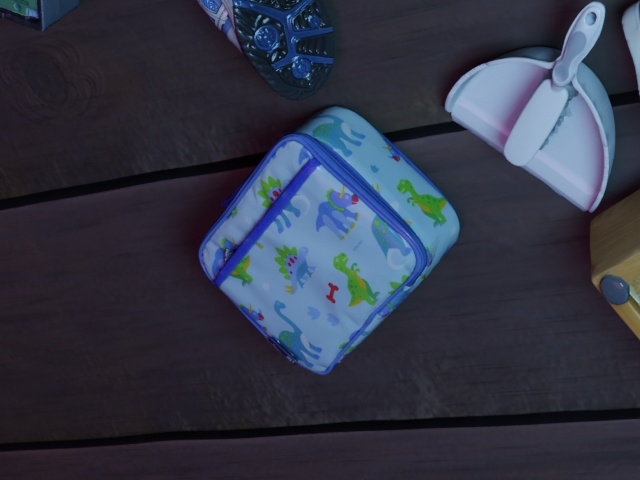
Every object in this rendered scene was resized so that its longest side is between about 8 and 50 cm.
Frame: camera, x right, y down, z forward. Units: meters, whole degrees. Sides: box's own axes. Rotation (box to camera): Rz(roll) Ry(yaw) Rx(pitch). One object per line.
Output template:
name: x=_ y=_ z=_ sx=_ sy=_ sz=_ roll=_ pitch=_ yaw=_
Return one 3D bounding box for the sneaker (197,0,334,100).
sneaker: x=-0.061 y=-0.208 z=1.553 sx=0.211 sy=0.080 sz=0.081 roll=57 pitch=171 yaw=-22

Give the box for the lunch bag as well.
lunch bag: x=0.000 y=0.000 z=1.639 sx=0.176 sy=0.090 sz=0.219 roll=46 pitch=135 yaw=3

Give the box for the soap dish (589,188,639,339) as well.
soap dish: x=0.354 y=0.025 z=1.372 sx=0.229 sy=0.118 sz=0.291 roll=50 pitch=135 yaw=-5

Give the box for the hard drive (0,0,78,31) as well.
hard drive: x=-0.366 y=-0.343 z=1.674 sx=0.339 sy=0.064 sz=0.237 roll=21 pitch=131 yaw=24

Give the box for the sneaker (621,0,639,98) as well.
sneaker: x=0.270 y=-0.119 z=1.337 sx=0.084 sy=0.058 sz=0.152 roll=-35 pitch=57 yaw=42

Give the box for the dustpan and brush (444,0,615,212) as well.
dustpan and brush: x=0.178 y=-0.114 z=1.442 sx=0.147 sy=0.060 sz=0.211 roll=36 pitch=135 yaw=10
